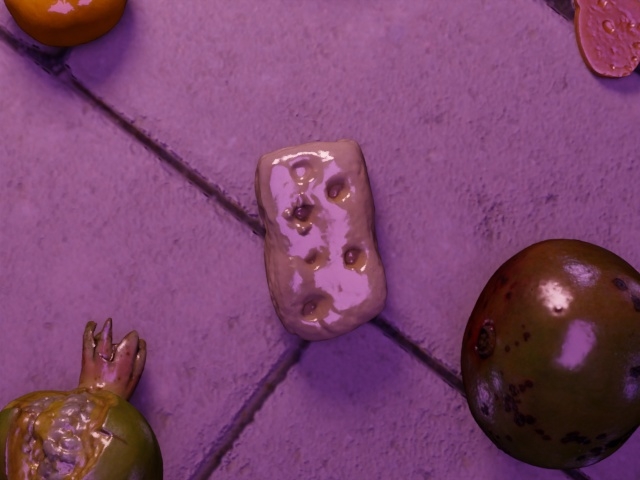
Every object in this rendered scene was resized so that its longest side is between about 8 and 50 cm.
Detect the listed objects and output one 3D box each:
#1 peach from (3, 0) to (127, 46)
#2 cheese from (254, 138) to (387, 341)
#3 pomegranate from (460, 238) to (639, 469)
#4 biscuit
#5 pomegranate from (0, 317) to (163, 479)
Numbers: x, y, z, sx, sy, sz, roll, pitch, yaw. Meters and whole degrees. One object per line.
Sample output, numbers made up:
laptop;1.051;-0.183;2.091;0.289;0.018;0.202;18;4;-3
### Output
peach;-0.335;-0.345;1.627;0.179;0.103;0.179;0;92;-1
cheese;0.000;0.000;1.645;0.159;0.093;0.263;-9;90;-2
pomegranate;0.338;0.164;1.576;0.323;0.291;0.291;32;88;-11
biscuit;0.409;-0.293;1.703;0.118;0.023;0.140;-2;89;-3
pomegranate;-0.302;0.252;1.583;0.236;0.236;0.302;18;55;-2
